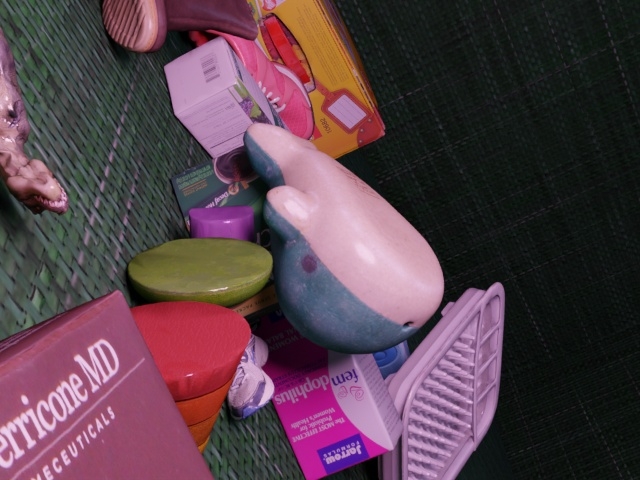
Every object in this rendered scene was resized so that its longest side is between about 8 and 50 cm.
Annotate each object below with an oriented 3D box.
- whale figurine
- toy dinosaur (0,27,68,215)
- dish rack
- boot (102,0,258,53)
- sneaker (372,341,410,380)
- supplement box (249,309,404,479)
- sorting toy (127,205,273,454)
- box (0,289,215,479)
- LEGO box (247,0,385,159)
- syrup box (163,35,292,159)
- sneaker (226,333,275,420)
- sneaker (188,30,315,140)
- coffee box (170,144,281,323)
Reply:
[{"bbox_3d":[0.000,0.000,0.946,0.216,0.141,0.272,17,30,-55],"label":"whale figurine"},{"bbox_3d":[-0.246,-0.133,0.659,0.118,0.064,0.268,60,7,-62],"label":"toy dinosaur"},{"bbox_3d":[0.169,0.234,1.359,0.333,0.072,0.285,-41,138,-47],"label":"dish rack"},{"bbox_3d":[-0.158,-0.284,1.133,0.207,0.090,0.248,14,36,-34],"label":"boot"},{"bbox_3d":[0.061,0.137,1.414,0.319,0.127,0.208,69,6,-49],"label":"sneaker"},{"bbox_3d":[0.001,0.151,1.096,0.220,0.111,0.114,66,10,3],"label":"supplement box"},{"bbox_3d":[-0.105,0.081,0.823,0.365,0.127,0.126,-84,173,-69],"label":"sorting toy"},{"bbox_3d":[-0.086,0.231,0.402,0.381,0.143,0.191,63,11,-6],"label":"box"},{"bbox_3d":[-0.083,-0.446,1.818,0.500,0.193,0.372,58,13,-38],"label":"LEGO box"},{"bbox_3d":[-0.112,-0.158,1.286,0.237,0.096,0.093,50,18,-54],"label":"syrup box"},{"bbox_3d":[-0.084,0.126,0.927,0.058,0.052,0.135,50,8,-24],"label":"sneaker"},{"bbox_3d":[-0.122,-0.253,1.496,0.314,0.116,0.136,52,26,-30],"label":"sneaker"},{"bbox_3d":[-0.083,-0.007,1.032,0.040,0.113,0.184,37,32,-73],"label":"coffee box"}]
